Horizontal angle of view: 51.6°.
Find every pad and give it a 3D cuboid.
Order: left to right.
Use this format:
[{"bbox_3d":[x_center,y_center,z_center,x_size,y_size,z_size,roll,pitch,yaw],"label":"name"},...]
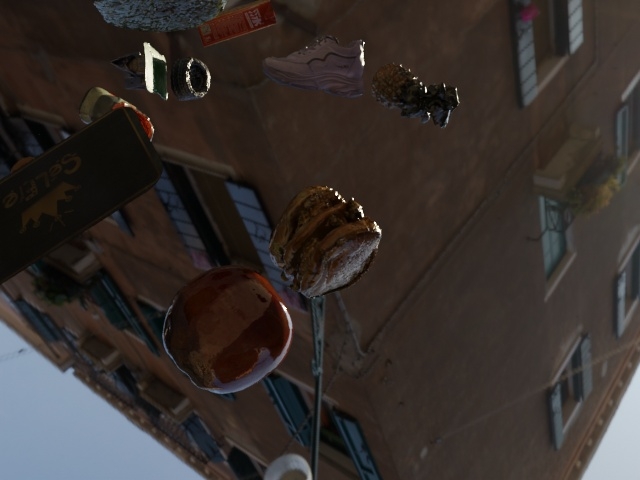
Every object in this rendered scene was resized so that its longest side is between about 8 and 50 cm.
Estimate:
[{"bbox_3d":[-0.448,-0.098,1.023,0.375,0.063,0.315,-34,-133,-4],"label":"pad"}]

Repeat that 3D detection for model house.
[{"bbox_3d":[-0.437,-0.404,1.594,0.088,0.117,0.167,-2,-176,4],"label":"model house"}]

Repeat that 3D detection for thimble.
[{"bbox_3d":[-0.334,-0.412,1.694,0.066,0.105,0.095,-1,-176,34],"label":"thimble"}]

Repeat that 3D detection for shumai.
[{"bbox_3d":[-0.339,-0.595,1.362,0.309,0.264,0.303,-9,180,42],"label":"shumai"}]

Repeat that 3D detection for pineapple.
[{"bbox_3d":[0.228,-0.349,1.595,0.111,0.119,0.237,-19,-138,-34],"label":"pineapple"}]

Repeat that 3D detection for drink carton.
[{"bbox_3d":[-0.244,-0.630,1.907,0.222,0.071,0.096,-18,-154,-3],"label":"drink carton"}]

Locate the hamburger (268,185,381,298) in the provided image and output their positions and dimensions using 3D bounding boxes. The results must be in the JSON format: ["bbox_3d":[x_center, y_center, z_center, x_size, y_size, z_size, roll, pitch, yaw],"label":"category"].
[{"bbox_3d":[0.001,0.010,1.532,0.245,0.260,0.211,-45,-113,-3],"label":"hamburger"}]

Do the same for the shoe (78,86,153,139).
[{"bbox_3d":[-0.550,-0.332,1.948,0.170,0.336,0.132,25,-94,16],"label":"shoe"}]

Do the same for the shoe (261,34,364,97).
[{"bbox_3d":[-0.010,-0.412,1.525,0.244,0.138,0.095,7,-171,-14],"label":"shoe"}]

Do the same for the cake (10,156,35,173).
[{"bbox_3d":[-0.634,-0.138,1.444,0.083,0.044,0.084,-3,-107,10],"label":"cake"}]

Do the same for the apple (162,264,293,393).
[{"bbox_3d":[-0.167,0.160,1.180,0.229,0.230,0.230,-12,-141,10],"label":"apple"}]
